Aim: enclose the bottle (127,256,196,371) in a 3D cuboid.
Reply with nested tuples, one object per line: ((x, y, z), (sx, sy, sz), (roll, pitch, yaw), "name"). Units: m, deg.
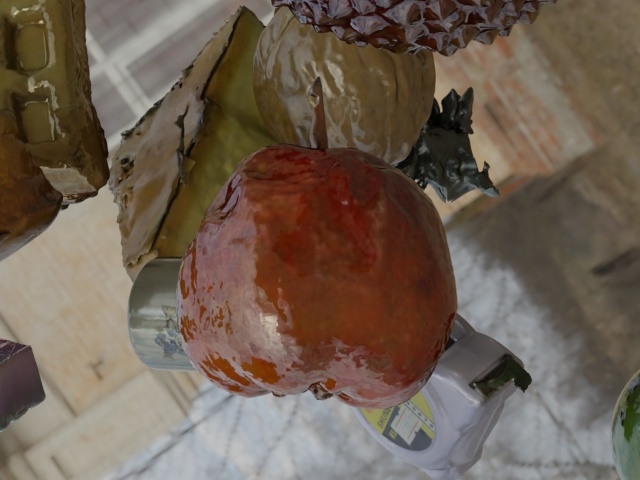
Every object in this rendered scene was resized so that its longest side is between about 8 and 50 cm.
((-0.053, 0.069, 1.339), (0.110, 0.233, 0.109), (0, -90, -65), "bottle")

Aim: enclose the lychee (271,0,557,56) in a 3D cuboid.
((0.062, -0.223, 0.808), (0.271, 0.271, 0.271), (55, -173, -10), "lychee")

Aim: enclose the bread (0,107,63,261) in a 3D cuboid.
((-0.368, -0.021, 1.306), (0.195, 0.270, 0.142), (-8, 104, 63), "bread")

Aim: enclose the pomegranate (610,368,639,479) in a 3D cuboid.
((0.366, 0.204, 1.329), (0.181, 0.181, 0.224), (47, -165, -52), "pomegranate")

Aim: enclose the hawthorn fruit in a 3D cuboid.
((0.000, 0.000, 1.079), (0.207, 0.208, 0.243), (33, -122, -73), "hawthorn fruit")

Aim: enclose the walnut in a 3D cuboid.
((0.024, -0.178, 1.574), (0.213, 0.213, 0.213), (55, -173, -10), "walnut")

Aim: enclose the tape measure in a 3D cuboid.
((0.104, 0.130, 1.427), (0.178, 0.105, 0.196), (44, 147, 16), "tape measure")

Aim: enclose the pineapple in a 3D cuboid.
((0.076, -0.154, 1.891), (0.357, 0.222, 0.223), (25, -173, 3), "pineapple")

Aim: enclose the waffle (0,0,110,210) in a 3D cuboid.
((-0.408, -0.164, 1.542), (0.077, 0.348, 0.304), (90, 171, -64), "waffle")

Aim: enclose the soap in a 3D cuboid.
((-0.309, 0.122, 1.246), (0.100, 0.149, 0.056), (-34, -63, -59), "soap")

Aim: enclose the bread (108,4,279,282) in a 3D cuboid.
((-0.071, -0.069, 1.622), (0.248, 0.279, 0.315), (27, -159, -31), "bread")
